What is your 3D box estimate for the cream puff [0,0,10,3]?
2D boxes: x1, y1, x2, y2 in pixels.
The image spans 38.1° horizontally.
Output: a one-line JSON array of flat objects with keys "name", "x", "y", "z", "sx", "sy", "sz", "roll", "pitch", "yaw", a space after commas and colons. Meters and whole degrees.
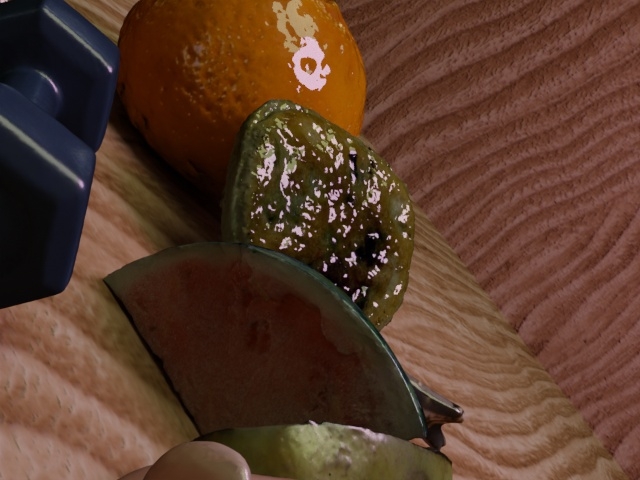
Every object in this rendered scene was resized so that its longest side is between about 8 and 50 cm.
[{"name": "cream puff", "x": -0.319, "y": -0.206, "z": 0.921, "sx": 0.149, "sy": 0.084, "sz": 0.149, "roll": 42, "pitch": 18, "yaw": -17}]

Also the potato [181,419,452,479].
[{"name": "potato", "x": 0.006, "y": 0.216, "z": 0.701, "sx": 0.271, "sy": 0.160, "sz": 0.111, "roll": 36, "pitch": 45, "yaw": -51}]

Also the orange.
[{"name": "orange", "x": -0.091, "y": -0.216, "z": 1.216, "sx": 0.340, "sy": 0.293, "sz": 0.341, "roll": 44, "pitch": 15, "yaw": -15}]

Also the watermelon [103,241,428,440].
[{"name": "watermelon", "x": -0.048, "y": 0.098, "z": 0.817, "sx": 0.176, "sy": 0.256, "sz": 0.260, "roll": -24, "pitch": 77, "yaw": -30}]

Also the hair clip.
[{"name": "hair clip", "x": 0.059, "y": 0.153, "z": 1.160, "sx": 0.292, "sy": 0.084, "sz": 0.106, "roll": 45, "pitch": 18, "yaw": 4}]

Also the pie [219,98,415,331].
[{"name": "pie", "x": 0.000, "y": 0.000, "z": 1.055, "sx": 0.323, "sy": 0.070, "sz": 0.324, "roll": 7, "pitch": 81, "yaw": -50}]

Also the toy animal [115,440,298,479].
[{"name": "toy animal", "x": -0.027, "y": 0.215, "z": 0.468, "sx": 0.256, "sy": 0.195, "sz": 0.213, "roll": 45, "pitch": 6, "yaw": -5}]

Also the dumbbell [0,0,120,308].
[{"name": "dumbbell", "x": -0.238, "y": -0.082, "z": 0.706, "sx": 0.325, "sy": 0.159, "sz": 0.144, "roll": -106, "pitch": 180, "yaw": -62}]
